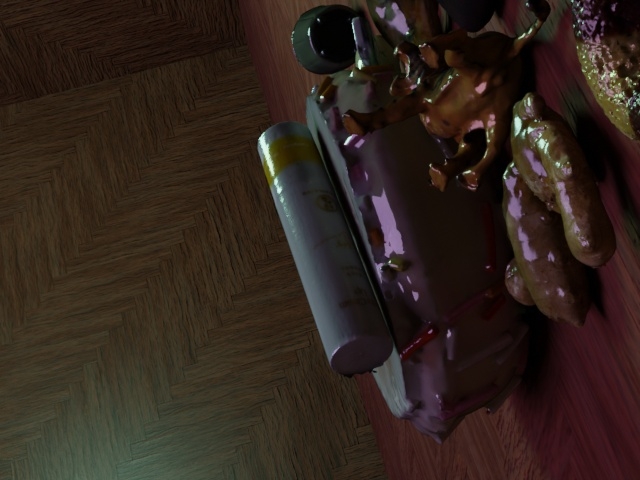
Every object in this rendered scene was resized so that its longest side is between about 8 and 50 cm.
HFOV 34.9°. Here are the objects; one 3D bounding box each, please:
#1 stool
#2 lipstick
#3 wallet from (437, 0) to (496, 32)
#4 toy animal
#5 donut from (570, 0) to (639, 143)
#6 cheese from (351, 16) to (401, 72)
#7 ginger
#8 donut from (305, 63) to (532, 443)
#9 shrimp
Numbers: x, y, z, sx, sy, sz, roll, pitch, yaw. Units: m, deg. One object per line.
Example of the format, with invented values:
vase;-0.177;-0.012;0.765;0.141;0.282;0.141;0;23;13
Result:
stool;0.014;-0.275;1.388;0.110;0.096;0.096;-151;45;-75
lipstick;0.000;0.000;0.924;0.059;0.059;0.264;81;171;-52
wallet;0.080;-0.279;0.730;0.182;0.049;0.229;56;169;21
toy animal;0.119;-0.120;0.764;0.114;0.116;0.255;43;160;-7
donut;0.158;-0.104;0.462;0.140;0.059;0.140;162;90;-84
cheese;0.064;-0.185;1.127;0.235;0.050;0.127;31;-130;-76
ginger;0.164;-0.018;0.717;0.193;0.053;0.176;-154;51;-80
donut;0.094;0.003;1.015;0.382;0.142;0.382;164;90;-85
shrimp;0.076;-0.244;0.959;0.254;0.059;0.145;85;166;-67
